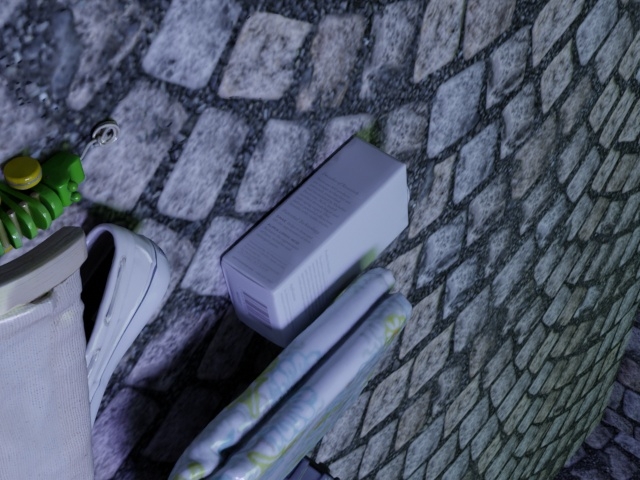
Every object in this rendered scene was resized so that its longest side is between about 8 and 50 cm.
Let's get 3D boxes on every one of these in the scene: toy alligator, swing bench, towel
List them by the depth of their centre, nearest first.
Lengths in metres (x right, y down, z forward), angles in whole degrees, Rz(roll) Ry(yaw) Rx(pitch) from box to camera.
[{"bbox_3d":[-0.270,0.071,0.599,0.165,0.255,0.253,-33,143,-38],"label":"swing bench"},{"bbox_3d":[-0.219,-0.036,0.787,0.190,0.051,0.056,-39,147,-30],"label":"toy alligator"},{"bbox_3d":[-0.056,0.218,1.176,0.374,0.090,0.320,-43,167,-27],"label":"towel"}]

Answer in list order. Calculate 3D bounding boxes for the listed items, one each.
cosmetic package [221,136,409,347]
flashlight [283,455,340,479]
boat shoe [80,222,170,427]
[{"bbox_3d":[0.000,0.000,1.139,0.231,0.085,0.117,-45,150,-26],"label":"cosmetic package"},{"bbox_3d":[-0.096,0.439,1.415,0.103,0.103,0.304,41,83,-35],"label":"flashlight"},{"bbox_3d":[-0.230,0.107,0.872,0.267,0.096,0.088,-57,148,-4],"label":"boat shoe"}]
